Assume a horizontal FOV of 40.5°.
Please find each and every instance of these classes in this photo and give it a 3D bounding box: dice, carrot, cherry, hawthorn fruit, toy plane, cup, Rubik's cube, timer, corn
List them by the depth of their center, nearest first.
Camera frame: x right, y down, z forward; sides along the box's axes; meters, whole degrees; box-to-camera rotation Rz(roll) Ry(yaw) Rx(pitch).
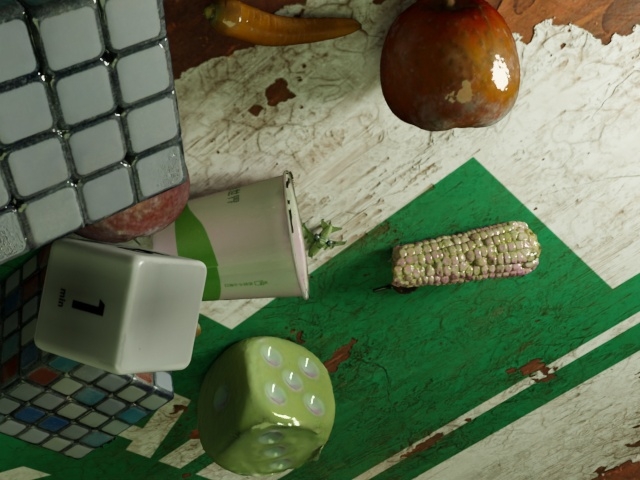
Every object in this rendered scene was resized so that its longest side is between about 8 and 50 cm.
[{"bbox_3d":[-0.413,-0.221,1.156,0.337,0.344,0.343,-28,138,-26],"label":"Rubik's cube"},{"bbox_3d":[-0.062,-0.348,1.422,0.271,0.066,0.062,5,178,-25],"label":"carrot"},{"bbox_3d":[0.207,-0.300,1.448,0.235,0.262,0.231,-22,175,20],"label":"hawthorn fruit"},{"bbox_3d":[-0.335,0.109,1.468,0.195,0.194,0.192,10,180,30],"label":"timer"},{"bbox_3d":[-0.347,-0.103,1.485,0.236,0.213,0.285,-23,134,-15],"label":"cherry"},{"bbox_3d":[-0.165,0.007,1.646,0.274,0.253,0.253,-8,138,3],"label":"cup"},{"bbox_3d":[-0.498,0.220,1.726,0.292,0.286,0.293,-37,134,22],"label":"Rubik's cube"},{"bbox_3d":[0.000,0.000,1.824,0.102,0.040,0.111,25,125,-13],"label":"toy plane"},{"bbox_3d":[0.315,0.040,1.905,0.335,0.126,0.126,-11,138,-3],"label":"corn"},{"bbox_3d":[-0.132,0.397,2.054,0.250,0.254,0.252,20,129,-30],"label":"dice"}]

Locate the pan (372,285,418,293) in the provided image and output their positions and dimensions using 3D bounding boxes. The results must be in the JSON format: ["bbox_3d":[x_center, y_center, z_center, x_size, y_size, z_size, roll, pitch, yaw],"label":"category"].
[{"bbox_3d":[0.179,0.109,2.005,0.115,0.023,0.068,-17,139,1],"label":"pan"}]

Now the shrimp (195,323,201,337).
[{"bbox_3d":[-0.336,0.186,1.933,0.095,0.045,0.162,-13,148,29],"label":"shrimp"}]
